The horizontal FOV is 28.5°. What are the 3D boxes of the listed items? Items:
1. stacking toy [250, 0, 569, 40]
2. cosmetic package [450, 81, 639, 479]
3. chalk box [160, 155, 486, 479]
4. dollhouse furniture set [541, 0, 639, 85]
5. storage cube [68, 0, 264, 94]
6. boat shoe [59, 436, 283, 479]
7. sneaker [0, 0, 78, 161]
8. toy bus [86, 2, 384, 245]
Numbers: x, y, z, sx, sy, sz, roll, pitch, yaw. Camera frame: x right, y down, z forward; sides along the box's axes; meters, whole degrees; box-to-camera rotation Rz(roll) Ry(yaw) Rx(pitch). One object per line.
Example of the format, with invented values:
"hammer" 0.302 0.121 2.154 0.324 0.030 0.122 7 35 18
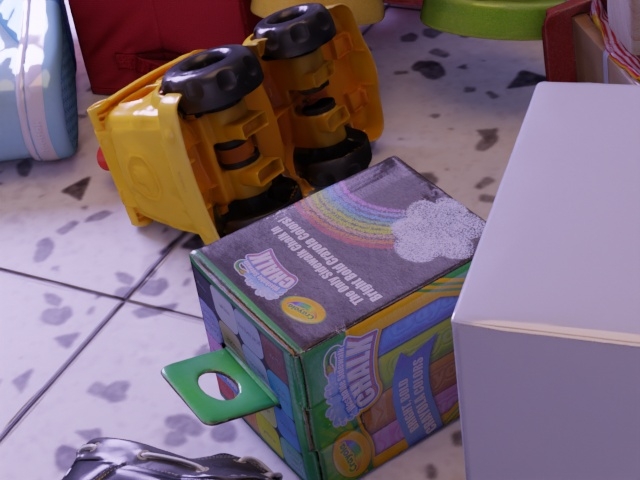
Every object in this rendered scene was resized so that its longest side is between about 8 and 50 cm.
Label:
"stacking toy" 0.103 -0.279 1.174 0.280 0.130 0.309 9 21 15
"cosmetic package" 0.167 0.063 0.704 0.138 0.224 0.224 6 39 18
"chalk box" 0.005 0.063 0.817 0.213 0.132 0.132 -27 42 -21
"dollhouse furniture set" 0.262 -0.213 0.931 0.152 0.374 0.201 -17 39 -4
"storage cube" -0.126 -0.266 1.224 0.184 0.193 0.215 6 38 18
"boat shoe" -0.048 0.155 0.743 0.233 0.084 0.079 1 38 17
"sneaker" -0.344 -0.179 1.208 0.208 0.127 0.319 -10 36 -4
"toy bus" -0.086 -0.100 1.058 0.211 0.149 0.220 6 34 44
